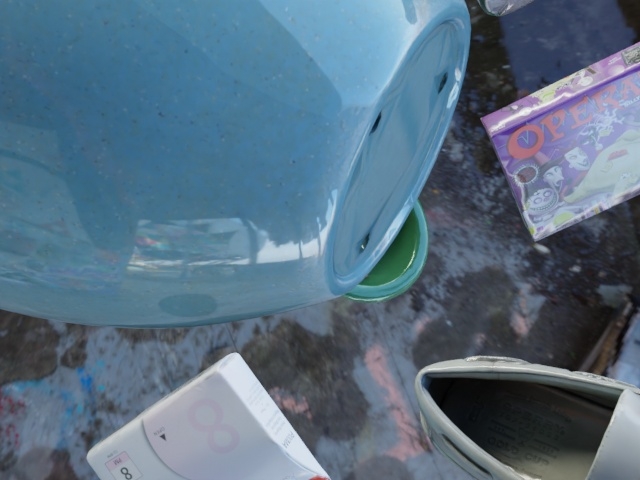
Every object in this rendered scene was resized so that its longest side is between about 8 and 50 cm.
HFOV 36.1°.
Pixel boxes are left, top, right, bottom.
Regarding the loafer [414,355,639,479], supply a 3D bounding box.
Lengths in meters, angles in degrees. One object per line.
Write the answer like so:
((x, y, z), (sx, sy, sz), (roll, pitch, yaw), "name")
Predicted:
((0.199, 0.149, 0.614), (0.111, 0.319, 0.112), (40, 68, -51), "loafer")

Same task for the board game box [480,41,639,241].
((0.391, -0.145, 1.213), (0.346, 0.056, 0.208), (-25, 129, 9), "board game box")

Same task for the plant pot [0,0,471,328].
((-0.049, -0.077, 0.440), (0.195, 0.290, 0.290), (25, 95, 16), "plant pot")

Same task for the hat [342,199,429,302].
((0.000, 0.000, 1.210), (0.208, 0.183, 0.173), (20, 70, -21), "hat")

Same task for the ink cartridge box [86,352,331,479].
((-0.088, 0.249, 0.947), (0.189, 0.066, 0.232), (-35, 89, 23), "ink cartridge box")

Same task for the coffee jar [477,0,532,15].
((0.156, -0.310, 0.935), (0.096, 0.079, 0.184), (-28, 66, 8), "coffee jar")
